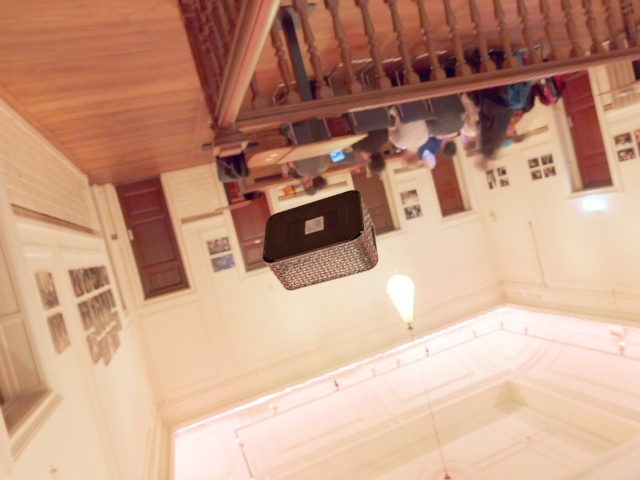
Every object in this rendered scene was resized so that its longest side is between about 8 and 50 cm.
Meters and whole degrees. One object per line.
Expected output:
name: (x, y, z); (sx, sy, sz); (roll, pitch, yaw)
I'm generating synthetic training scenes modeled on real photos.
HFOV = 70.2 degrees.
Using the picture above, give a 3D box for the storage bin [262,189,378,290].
storage bin: (0.000, 0.000, 0.790); (0.180, 0.084, 0.122); (-17, -137, 16)
